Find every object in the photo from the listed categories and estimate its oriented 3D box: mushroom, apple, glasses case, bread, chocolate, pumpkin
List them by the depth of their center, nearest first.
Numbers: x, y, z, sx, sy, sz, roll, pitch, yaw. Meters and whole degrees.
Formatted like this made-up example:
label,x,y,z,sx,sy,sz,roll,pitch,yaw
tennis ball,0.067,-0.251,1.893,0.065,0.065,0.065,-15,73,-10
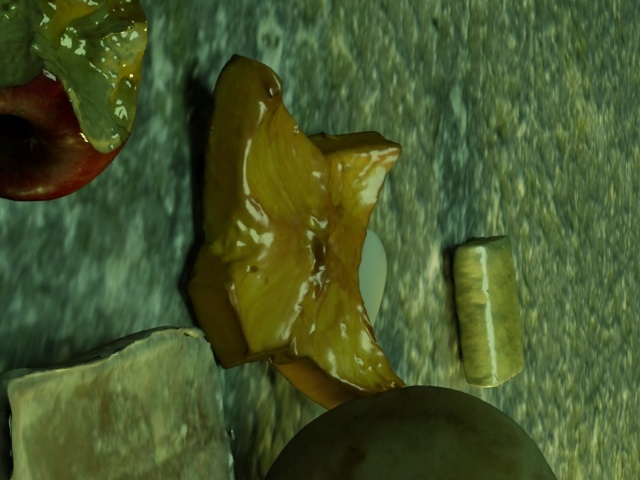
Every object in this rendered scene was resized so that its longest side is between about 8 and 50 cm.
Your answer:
label,x,y,z,sx,sy,sz,roll,pitch,yaw
apple,-0.180,-0.113,0.733,0.156,0.147,0.158,18,55,-27
chocolate,-0.145,0.157,0.805,0.303,0.100,0.185,-7,87,-69
mushroom,0.086,0.266,1.092,0.290,0.293,0.292,28,60,-80
pumpkin,-0.013,0.014,1.092,0.258,0.095,0.290,15,71,-53
glasses case,0.030,0.059,1.237,0.063,0.041,0.164,58,39,-38
bread,0.207,0.085,1.570,0.139,0.060,0.178,-9,94,-65
